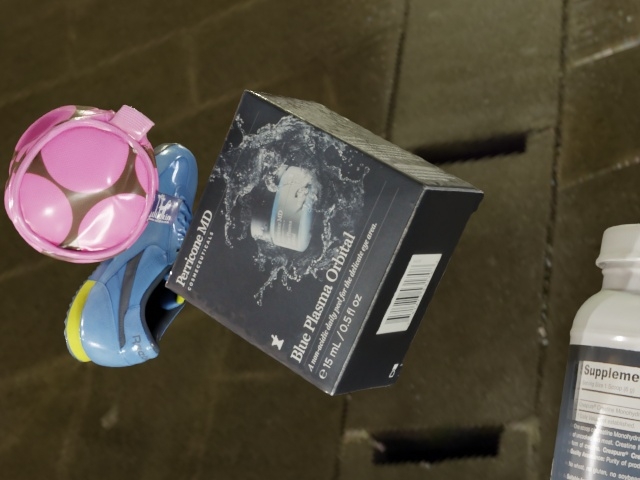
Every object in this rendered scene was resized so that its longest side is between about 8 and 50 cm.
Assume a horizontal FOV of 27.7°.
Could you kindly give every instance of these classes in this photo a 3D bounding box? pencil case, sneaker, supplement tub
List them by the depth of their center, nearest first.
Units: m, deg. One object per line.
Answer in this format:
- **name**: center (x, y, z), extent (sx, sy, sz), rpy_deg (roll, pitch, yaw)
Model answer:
- **supplement tub**: center (0.247, 0.137, 0.832), extent (0.191, 0.191, 0.272), rpy_deg (6, 84, 32)
- **pencil case**: center (-0.151, -0.044, 0.834), extent (0.098, 0.095, 0.209), rpy_deg (-65, 17, 1)
- **sneaker**: center (-0.119, 0.009, 0.996), extent (0.082, 0.069, 0.209), rpy_deg (-1, 48, 25)

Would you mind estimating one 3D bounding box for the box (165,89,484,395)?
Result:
- **box**: center (0.000, 0.000, 0.897), extent (0.158, 0.093, 0.156), rpy_deg (31, 105, 28)
